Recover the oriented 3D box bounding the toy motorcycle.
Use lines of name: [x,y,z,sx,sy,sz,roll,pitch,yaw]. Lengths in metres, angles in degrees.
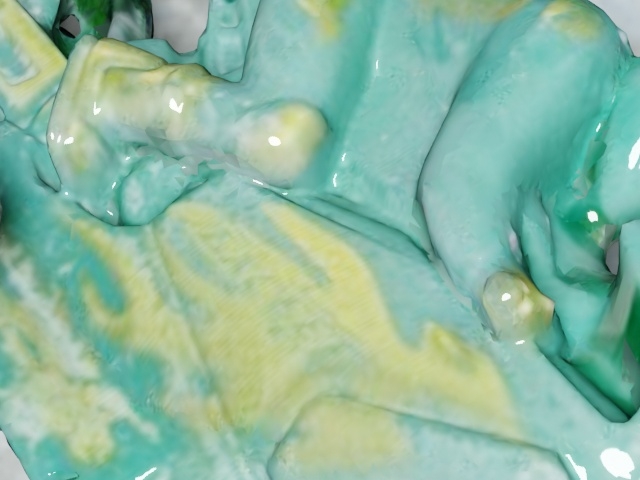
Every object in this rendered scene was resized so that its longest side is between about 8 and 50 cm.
toy motorcycle: [-0.001,-0.001,0.394,0.198,0.109,0.296,-36,60,-3]
